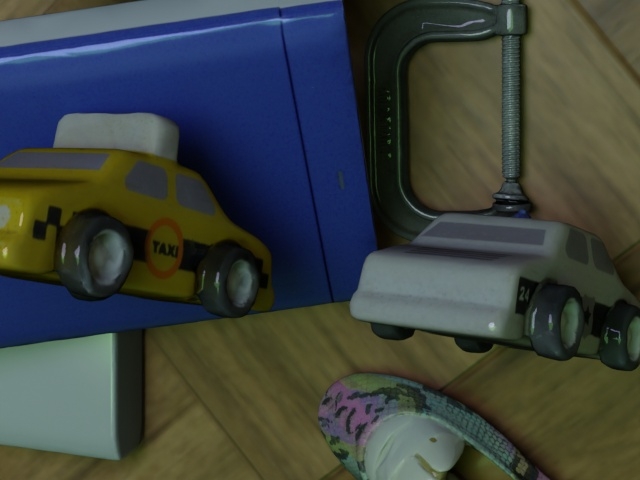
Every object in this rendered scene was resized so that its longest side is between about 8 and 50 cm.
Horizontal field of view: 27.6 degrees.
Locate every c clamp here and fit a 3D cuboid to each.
[{"bbox_3d":[0.087,-0.074,0.726,0.137,0.022,0.160,7,101,17],"label":"c clamp"}]

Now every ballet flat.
[{"bbox_3d":[0.089,0.150,0.732,0.221,0.079,0.077,35,106,10],"label":"ballet flat"}]

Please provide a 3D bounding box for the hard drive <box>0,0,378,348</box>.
[{"bbox_3d":[-0.135,-0.026,0.688,0.319,0.040,0.210,-8,137,3],"label":"hard drive"}]

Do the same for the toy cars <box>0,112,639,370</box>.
[{"bbox_3d":[0.000,0.000,0.627,0.394,0.176,0.087,9,85,-16],"label":"toy cars"}]

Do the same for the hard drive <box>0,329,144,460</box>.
[{"bbox_3d":[-0.283,0.006,0.847,0.353,0.047,0.233,5,101,18],"label":"hard drive"}]
